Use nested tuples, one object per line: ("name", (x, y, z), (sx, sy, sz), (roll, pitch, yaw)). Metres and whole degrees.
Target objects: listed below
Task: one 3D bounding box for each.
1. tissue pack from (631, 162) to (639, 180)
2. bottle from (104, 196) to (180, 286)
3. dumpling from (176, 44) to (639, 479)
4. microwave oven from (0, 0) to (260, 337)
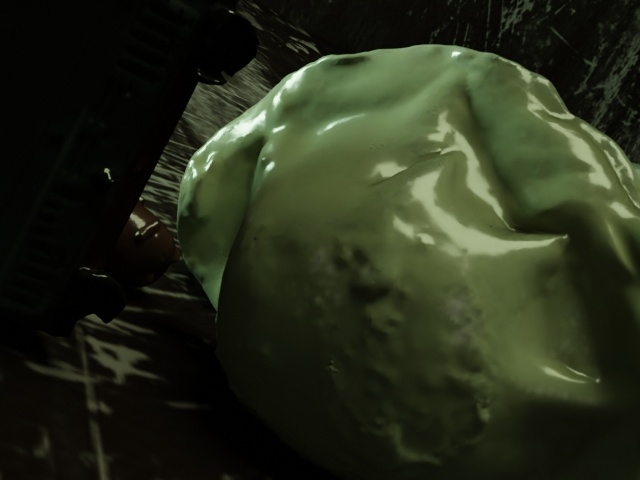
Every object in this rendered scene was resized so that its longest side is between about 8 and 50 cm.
("tissue pack", (0.251, 0.042, 0.961), (0.376, 0.195, 0.390), (24, 6, 39))
("bottle", (-0.117, -0.013, 0.626), (0.101, 0.047, 0.063), (38, 24, 13))
("dumpling", (0.046, 0.013, 0.542), (0.258, 0.193, 0.147), (33, 17, 24))
("microwave oven", (-0.179, -0.098, 0.472), (0.247, 0.188, 0.178), (22, 15, -36))
